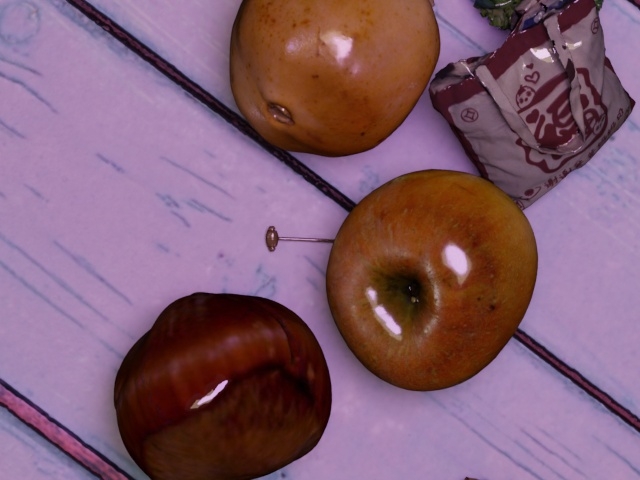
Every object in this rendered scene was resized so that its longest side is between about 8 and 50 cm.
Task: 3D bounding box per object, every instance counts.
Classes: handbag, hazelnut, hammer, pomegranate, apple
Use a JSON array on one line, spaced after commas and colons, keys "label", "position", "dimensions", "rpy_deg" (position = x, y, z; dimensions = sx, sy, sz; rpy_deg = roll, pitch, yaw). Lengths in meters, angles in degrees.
[{"label": "handbag", "position": [0.237, -0.145, 1.497], "dimensions": [0.213, 0.235, 0.127], "rpy_deg": [-38, 51, -1]}, {"label": "hazelnut", "position": [-0.100, 0.150, 1.453], "dimensions": [0.229, 0.229, 0.229], "rpy_deg": [0, 87, -5]}, {"label": "hammer", "position": [0.000, 0.000, 1.552], "dimensions": [0.123, 0.014, 0.029], "rpy_deg": [2, 100, -6]}, {"label": "pomegranate", "position": [0.014, -0.197, 1.458], "dimensions": [0.233, 0.233, 0.233], "rpy_deg": [0, 87, -5]}, {"label": "apple", "position": [0.124, 0.038, 1.476], "dimensions": [0.237, 0.207, 0.237], "rpy_deg": [4, 100, 22]}]

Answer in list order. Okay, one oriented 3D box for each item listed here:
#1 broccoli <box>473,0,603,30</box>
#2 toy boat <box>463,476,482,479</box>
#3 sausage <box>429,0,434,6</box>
[{"label": "broccoli", "position": [0.242, -0.312, 1.524], "dimensions": [0.195, 0.156, 0.195], "rpy_deg": [-3, 79, 18]}, {"label": "toy boat", "position": [0.217, 0.304, 1.536], "dimensions": [0.149, 0.047, 0.049], "rpy_deg": [17, 99, -1]}, {"label": "sausage", "position": [0.098, -0.324, 1.574], "dimensions": [0.024, 0.024, 0.132], "rpy_deg": [-21, 90, -5]}]
